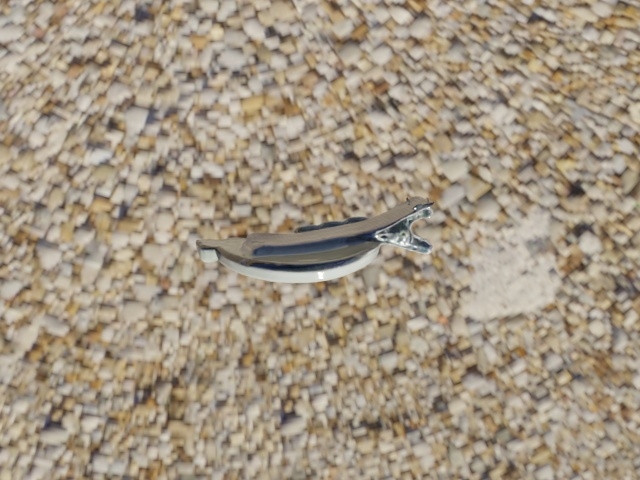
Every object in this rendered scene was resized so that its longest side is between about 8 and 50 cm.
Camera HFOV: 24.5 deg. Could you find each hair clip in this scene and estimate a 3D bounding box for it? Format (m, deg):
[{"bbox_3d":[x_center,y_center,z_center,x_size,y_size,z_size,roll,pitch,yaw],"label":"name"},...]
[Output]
[{"bbox_3d":[0.000,0.000,1.388,0.220,0.140,0.054,-10,109,-15],"label":"hair clip"}]
